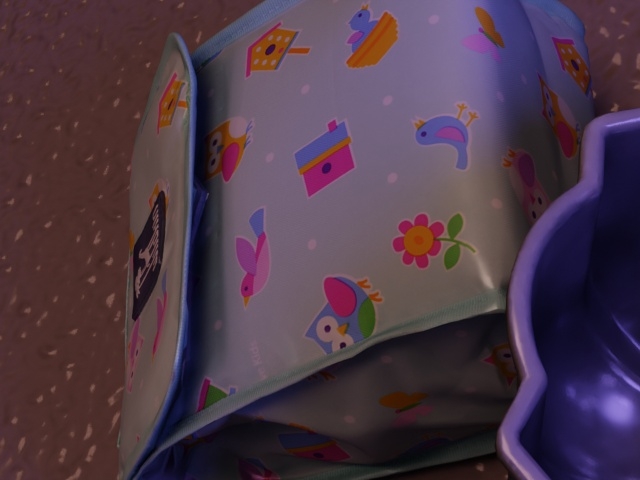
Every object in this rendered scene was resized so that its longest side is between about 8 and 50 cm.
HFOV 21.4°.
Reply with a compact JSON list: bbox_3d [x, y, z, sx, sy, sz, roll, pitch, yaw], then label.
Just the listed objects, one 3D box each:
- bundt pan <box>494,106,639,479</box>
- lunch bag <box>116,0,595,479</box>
[{"bbox_3d":[0.215,0.084,0.609,0.330,0.124,0.331,2,63,-5],"label":"bundt pan"},{"bbox_3d":[0.000,0.000,0.819,0.262,0.160,0.223,-21,56,30],"label":"lunch bag"}]
